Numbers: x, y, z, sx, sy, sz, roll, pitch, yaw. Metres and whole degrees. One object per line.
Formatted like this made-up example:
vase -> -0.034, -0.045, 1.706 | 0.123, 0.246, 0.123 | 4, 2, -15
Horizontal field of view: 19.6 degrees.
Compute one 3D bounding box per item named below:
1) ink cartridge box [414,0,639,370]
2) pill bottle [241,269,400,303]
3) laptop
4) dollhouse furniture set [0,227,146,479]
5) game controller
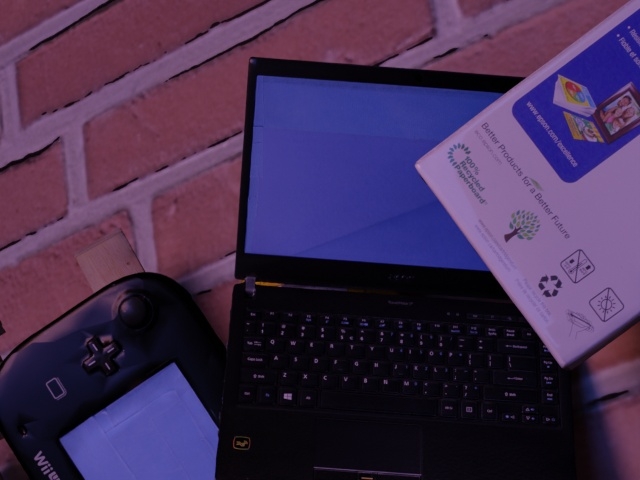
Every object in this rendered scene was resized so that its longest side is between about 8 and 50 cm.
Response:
ink cartridge box -> 0.239, -0.080, 1.163 | 0.332, 0.065, 0.165 | -36, 78, 7
pill bottle -> 0.000, 0.000, 1.359 | 0.117, 0.117, 0.208 | -15, 65, 35
laptop -> 0.057, 0.027, 1.210 | 0.234, 0.137, 0.264 | 4, 49, 0
dollhouse furniture set -> -0.216, 0.128, 1.431 | 0.242, 0.212, 0.161 | -29, 52, -4
game controller -> -0.094, 0.185, 1.302 | 0.166, 0.067, 0.319 | -33, 84, -6
